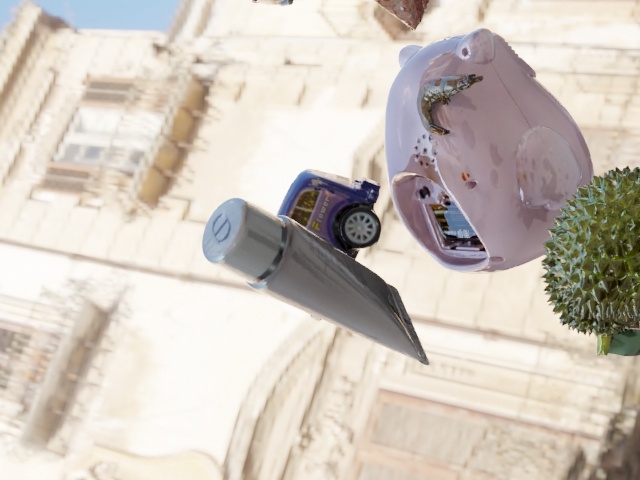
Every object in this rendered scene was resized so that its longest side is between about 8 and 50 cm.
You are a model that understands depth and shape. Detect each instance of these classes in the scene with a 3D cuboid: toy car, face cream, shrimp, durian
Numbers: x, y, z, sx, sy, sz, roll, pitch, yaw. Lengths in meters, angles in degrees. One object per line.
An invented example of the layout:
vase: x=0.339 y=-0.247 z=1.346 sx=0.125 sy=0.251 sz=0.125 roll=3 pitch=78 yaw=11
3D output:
toy car: x=0.000 y=0.000 z=2.004 sx=0.172 sy=0.158 sz=0.235 roll=-81 pitch=13 yaw=-83
face cream: x=0.005 y=0.044 z=1.492 sx=0.314 sy=0.143 sz=0.089 roll=26 pitch=-64 yaw=-35
shrimp: x=0.193 y=-0.206 z=1.894 sx=0.025 sy=0.127 sz=0.091 roll=1 pitch=-106 yaw=-44
durian: x=0.291 y=0.011 z=1.266 sx=0.146 sy=0.198 sz=0.159 roll=12 pitch=-123 yaw=-18

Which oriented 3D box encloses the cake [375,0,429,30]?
cake: x=0.056 y=-0.426 z=1.841 sx=0.262 sy=0.159 sz=0.158 roll=67 pitch=-151 yaw=-44

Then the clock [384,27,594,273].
clock: x=0.242 y=-0.139 z=2.054 sx=0.250 sy=0.368 sz=0.377 roll=-28 pitch=-77 yaw=-22

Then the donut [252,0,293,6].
donut: x=-0.010 y=-0.337 z=1.212 sx=0.103 sy=0.269 sz=0.270 roll=26 pitch=-106 yaw=-21

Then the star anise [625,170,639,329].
star anise: x=0.443 y=0.037 z=1.797 sx=0.288 sy=0.088 sz=0.288 roll=-4 pitch=-90 yaw=-78
